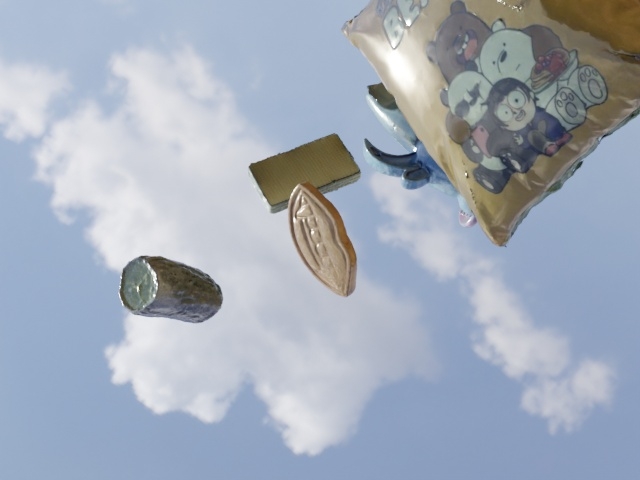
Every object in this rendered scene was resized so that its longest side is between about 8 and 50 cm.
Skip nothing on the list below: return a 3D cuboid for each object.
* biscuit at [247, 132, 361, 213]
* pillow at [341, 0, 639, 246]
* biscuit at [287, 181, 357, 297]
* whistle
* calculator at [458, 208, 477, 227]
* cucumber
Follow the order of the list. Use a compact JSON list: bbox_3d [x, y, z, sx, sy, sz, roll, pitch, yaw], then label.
[{"bbox_3d":[-0.031,-0.131,2.065,0.199,0.040,0.121,-21,-127,-14],"label":"biscuit"},{"bbox_3d":[0.177,-0.191,1.036,0.119,0.310,0.312,-18,-110,-39],"label":"pillow"},{"bbox_3d":[0.000,0.000,1.879,0.029,0.142,0.220,-30,-74,-36],"label":"biscuit"},{"bbox_3d":[0.162,-0.129,1.442,0.180,0.093,0.269,-30,-121,-23],"label":"whistle"},{"bbox_3d":[0.262,-0.097,1.669,0.024,0.166,0.103,23,-176,-11],"label":"calculator"},{"bbox_3d":[-0.153,0.052,1.090,0.112,0.064,0.064,18,-151,-54],"label":"cucumber"}]
